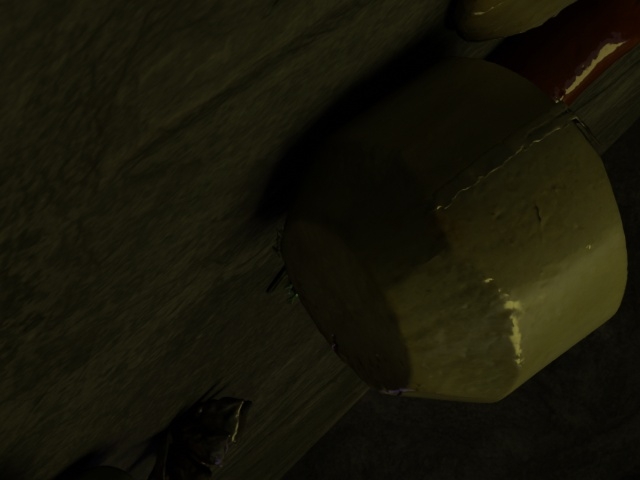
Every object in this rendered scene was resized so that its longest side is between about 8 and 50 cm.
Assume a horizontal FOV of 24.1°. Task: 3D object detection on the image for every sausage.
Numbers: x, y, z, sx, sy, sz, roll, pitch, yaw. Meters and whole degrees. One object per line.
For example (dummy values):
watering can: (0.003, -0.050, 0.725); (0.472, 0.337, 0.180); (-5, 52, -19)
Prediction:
sausage: (0.212, -0.157, 1.621); (0.348, 0.097, 0.094); (-44, 160, 5)

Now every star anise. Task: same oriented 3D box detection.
star anise: (-0.172, 0.282, 1.963); (0.209, 0.089, 0.231); (-55, 175, 0)

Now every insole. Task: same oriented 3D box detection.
insole: (0.000, 0.000, 1.685); (0.192, 0.010, 0.063); (-47, 168, 27)

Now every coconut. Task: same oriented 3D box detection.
coconut: (0.131, -0.008, 1.389); (0.323, 0.323, 0.323); (-41, 170, -9)

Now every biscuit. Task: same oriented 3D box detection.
biscuit: (0.184, -0.224, 1.361); (0.141, 0.038, 0.290); (-36, 169, 23)

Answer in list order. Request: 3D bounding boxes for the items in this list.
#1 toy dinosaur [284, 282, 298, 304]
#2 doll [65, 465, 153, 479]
toy dinosaur: (-0.018, 0.045, 1.720); (0.062, 0.021, 0.083); (-41, 177, -43)
doll: (-0.284, 0.324, 1.680); (0.155, 0.113, 0.275); (-40, -179, 39)
